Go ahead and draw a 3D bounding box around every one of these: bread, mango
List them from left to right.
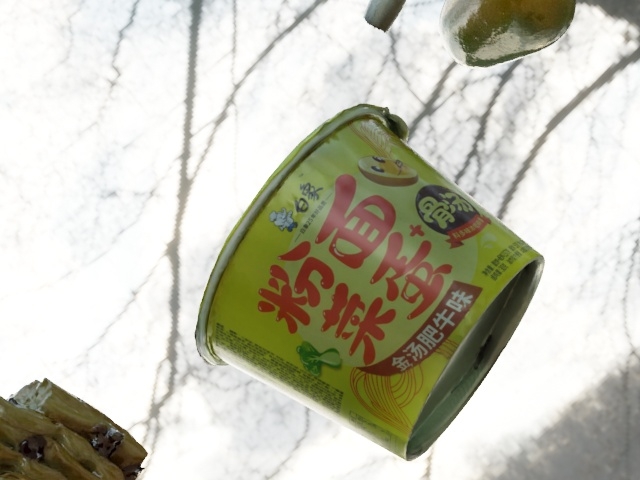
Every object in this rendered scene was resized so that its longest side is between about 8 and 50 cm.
[{"bbox_3d":[-0.438,0.302,1.436,0.370,0.192,0.314,31,-54,-28],"label":"bread"},{"bbox_3d":[0.251,-0.318,1.632,0.251,0.156,0.114,-22,47,64],"label":"mango"}]

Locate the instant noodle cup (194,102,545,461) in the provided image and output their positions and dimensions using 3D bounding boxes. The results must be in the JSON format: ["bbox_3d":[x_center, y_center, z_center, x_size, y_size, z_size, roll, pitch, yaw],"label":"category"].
[{"bbox_3d":[0.062,0.050,1.126,0.311,0.221,0.311,-48,-19,-23],"label":"instant noodle cup"}]

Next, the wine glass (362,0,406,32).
[{"bbox_3d":[0.136,-0.447,1.971,0.066,0.066,0.198,-3,-52,-54],"label":"wine glass"}]
